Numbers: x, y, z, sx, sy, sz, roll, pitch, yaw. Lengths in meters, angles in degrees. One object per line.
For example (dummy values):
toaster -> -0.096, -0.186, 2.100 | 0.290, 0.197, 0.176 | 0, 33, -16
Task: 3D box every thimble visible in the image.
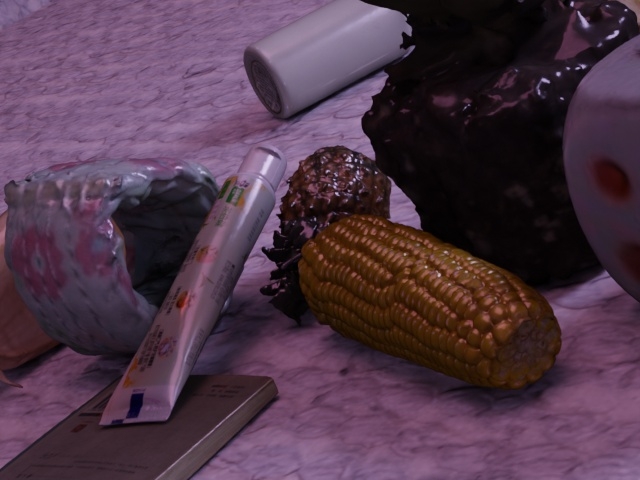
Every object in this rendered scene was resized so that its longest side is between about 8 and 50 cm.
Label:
thimble -> -0.185, 0.007, 1.616 | 0.149, 0.211, 0.185 | -4, 57, 37

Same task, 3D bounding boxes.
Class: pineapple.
pineapple -> 0.000, 0.000, 1.611 | 0.108, 0.108, 0.198 | -11, 35, 29

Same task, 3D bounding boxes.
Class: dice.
dice -> 0.305, -0.059, 1.287 | 0.194, 0.193, 0.192 | -33, 21, -29

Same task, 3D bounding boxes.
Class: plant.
plant -> 0.149, -0.134, 1.472 | 0.213, 0.312, 0.215 | -34, 20, -37

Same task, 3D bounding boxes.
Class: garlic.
garlic -> -0.270, 0.043, 1.759 | 0.164, 0.145, 0.245 | 31, 53, 27

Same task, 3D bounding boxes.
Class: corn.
corn -> 0.078, 0.045, 1.392 | 0.106, 0.106, 0.305 | -30, 22, -20

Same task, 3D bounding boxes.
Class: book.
book -> -0.190, 0.189, 1.428 | 0.215, 0.025, 0.282 | -2, 28, 46

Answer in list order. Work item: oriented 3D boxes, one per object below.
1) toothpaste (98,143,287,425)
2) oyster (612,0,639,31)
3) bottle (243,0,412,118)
toothpaste -> -0.102, 0.035, 1.544 | 0.058, 0.056, 0.314 | 112, -177, -54
oyster -> 0.362, -0.275, 1.852 | 0.197, 0.133, 0.337 | -28, 19, -7
bottle -> 0.031, -0.246, 2.167 | 0.245, 0.104, 0.104 | -30, 22, -18
